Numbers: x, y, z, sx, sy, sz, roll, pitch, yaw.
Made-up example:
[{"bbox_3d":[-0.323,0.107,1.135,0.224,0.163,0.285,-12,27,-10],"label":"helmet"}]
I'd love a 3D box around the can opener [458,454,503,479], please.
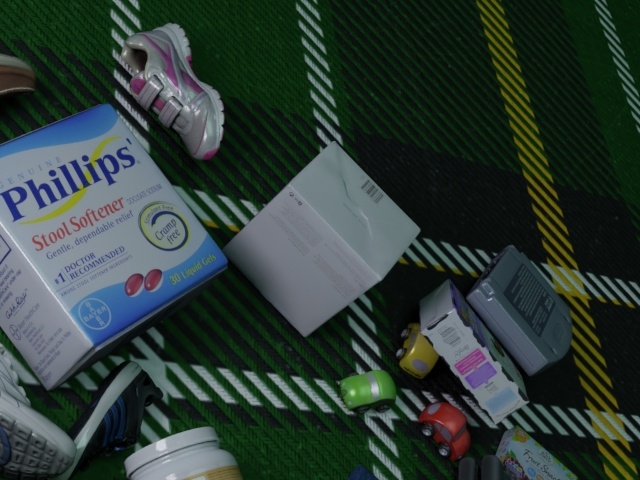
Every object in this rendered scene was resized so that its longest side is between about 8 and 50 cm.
[{"bbox_3d":[0.247,0.468,1.624,0.095,0.076,0.283,55,32,-42],"label":"can opener"}]

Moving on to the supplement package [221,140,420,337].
[{"bbox_3d":[0.000,0.000,1.642,0.194,0.203,0.149,46,44,-3],"label":"supplement package"}]

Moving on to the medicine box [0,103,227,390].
[{"bbox_3d":[-0.320,0.002,1.434,0.289,0.149,0.263,53,44,3],"label":"medicine box"}]

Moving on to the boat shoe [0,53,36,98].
[{"bbox_3d":[-0.522,-0.187,1.446,0.324,0.123,0.116,-15,99,-50],"label":"boat shoe"}]

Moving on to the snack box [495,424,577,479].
[{"bbox_3d":[0.350,0.387,1.764,0.141,0.037,0.100,41,43,-8],"label":"snack box"}]

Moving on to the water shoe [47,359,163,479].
[{"bbox_3d":[-0.266,0.241,1.367,0.080,0.073,0.203,43,46,-13],"label":"water shoe"}]

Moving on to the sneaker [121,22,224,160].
[{"bbox_3d":[-0.240,-0.228,1.697,0.111,0.103,0.252,-13,64,-38],"label":"sneaker"}]

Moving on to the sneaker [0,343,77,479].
[{"bbox_3d":[-0.406,0.168,1.272,0.297,0.111,0.129,36,37,-1],"label":"sneaker"}]

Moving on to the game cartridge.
[{"bbox_3d":[0.357,0.124,1.880,0.196,0.060,0.294,47,24,4],"label":"game cartridge"}]

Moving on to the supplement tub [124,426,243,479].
[{"bbox_3d":[-0.153,0.347,1.330,0.144,0.144,0.200,-7,66,-40],"label":"supplement tub"}]

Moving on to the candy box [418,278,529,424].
[{"bbox_3d":[0.245,0.176,1.737,0.196,0.070,0.165,51,12,-8],"label":"candy box"}]

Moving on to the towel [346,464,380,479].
[{"bbox_3d":[0.087,0.386,1.569,0.119,0.029,0.067,42,44,-6],"label":"towel"}]

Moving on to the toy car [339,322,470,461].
[{"bbox_3d":[0.132,0.233,1.691,0.225,0.053,0.239,2,60,-37],"label":"toy car"}]
